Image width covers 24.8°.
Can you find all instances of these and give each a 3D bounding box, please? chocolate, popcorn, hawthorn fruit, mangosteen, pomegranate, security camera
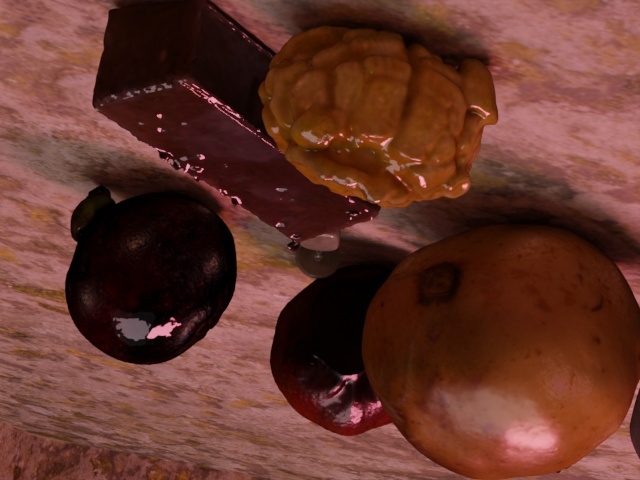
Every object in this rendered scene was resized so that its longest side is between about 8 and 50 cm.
[{"bbox_3d":[-0.057,-0.102,1.308,0.111,0.112,0.321,-10,152,33],"label":"chocolate"},{"bbox_3d":[0.053,-0.091,1.184,0.163,0.140,0.194,6,164,41],"label":"popcorn"},{"bbox_3d":[0.040,0.126,1.777,0.215,0.215,0.250,16,-172,-7],"label":"hawthorn fruit"},{"bbox_3d":[-0.205,0.033,1.687,0.216,0.216,0.216,13,163,4],"label":"mangosteen"},{"bbox_3d":[0.186,0.111,1.513,0.307,0.307,0.307,13,163,4],"label":"pomegranate"},{"bbox_3d":[0.000,0.000,1.683,0.058,0.058,0.092,14,151,1],"label":"security camera"}]

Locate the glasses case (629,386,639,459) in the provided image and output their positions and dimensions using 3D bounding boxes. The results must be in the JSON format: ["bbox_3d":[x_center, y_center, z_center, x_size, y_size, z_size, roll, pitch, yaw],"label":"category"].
[{"bbox_3d":[0.389,0.135,1.444,0.074,0.131,0.323,-11,136,-17],"label":"glasses case"}]
